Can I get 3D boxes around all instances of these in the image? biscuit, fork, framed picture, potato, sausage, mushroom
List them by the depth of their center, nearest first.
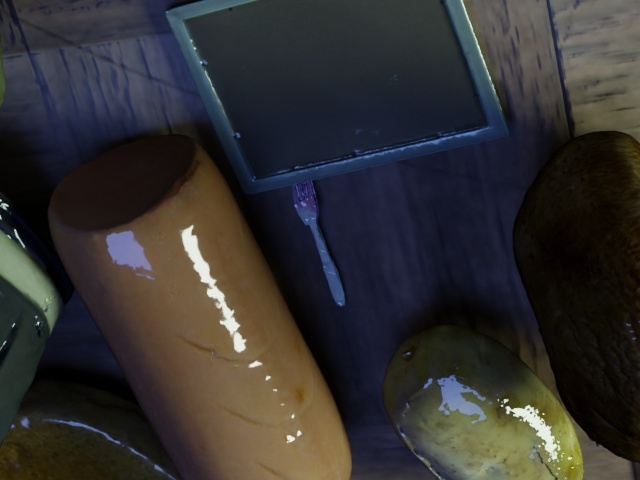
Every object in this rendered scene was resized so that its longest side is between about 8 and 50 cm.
[{"bbox_3d":[0.190,0.049,1.129,0.138,0.194,0.231,-25,107,25],"label":"mushroom"},{"bbox_3d":[0.011,-0.106,1.159,0.183,0.011,0.142,-12,121,19],"label":"framed picture"},{"bbox_3d":[-0.071,0.075,1.239,0.121,0.121,0.304,-13,123,19],"label":"sausage"},{"bbox_3d":[0.000,0.001,1.240,0.016,0.012,0.115,-1,127,22],"label":"fork"},{"bbox_3d":[0.112,0.126,1.267,0.107,0.080,0.170,-34,119,28],"label":"potato"},{"bbox_3d":[-0.173,0.249,1.424,0.287,0.057,0.343,-27,117,26],"label":"biscuit"}]

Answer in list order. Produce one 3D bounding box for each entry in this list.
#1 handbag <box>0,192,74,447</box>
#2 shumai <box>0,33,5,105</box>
[{"bbox_3d":[-0.290,0.058,1.215,0.254,0.181,0.181,-2,141,34],"label":"handbag"},{"bbox_3d":[-0.358,-0.064,1.072,0.330,0.292,0.288,46,114,21],"label":"shumai"}]
